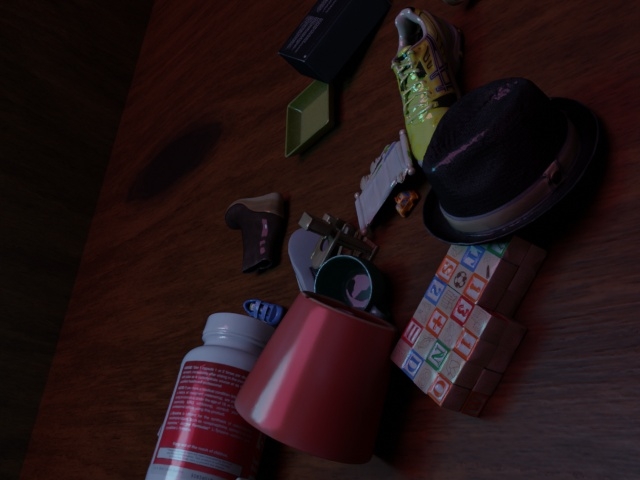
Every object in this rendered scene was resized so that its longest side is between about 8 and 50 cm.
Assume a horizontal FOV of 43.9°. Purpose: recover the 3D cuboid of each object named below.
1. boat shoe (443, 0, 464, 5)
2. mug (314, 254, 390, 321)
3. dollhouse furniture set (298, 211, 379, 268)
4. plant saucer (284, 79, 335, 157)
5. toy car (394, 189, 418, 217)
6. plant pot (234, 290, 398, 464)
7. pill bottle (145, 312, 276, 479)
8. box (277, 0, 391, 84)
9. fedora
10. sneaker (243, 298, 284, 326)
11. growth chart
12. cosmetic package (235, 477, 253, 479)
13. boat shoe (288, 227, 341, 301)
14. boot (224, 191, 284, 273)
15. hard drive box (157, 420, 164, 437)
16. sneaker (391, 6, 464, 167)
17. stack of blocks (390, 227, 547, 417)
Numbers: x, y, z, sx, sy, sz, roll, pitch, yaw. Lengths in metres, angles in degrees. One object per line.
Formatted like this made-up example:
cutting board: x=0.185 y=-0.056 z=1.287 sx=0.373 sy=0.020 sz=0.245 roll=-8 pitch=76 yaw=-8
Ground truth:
boat shoe: x=0.352 y=-0.606 z=1.640 sx=0.285 sy=0.105 sz=0.089 roll=-53 pitch=31 yaw=22
mug: x=0.069 y=0.109 z=1.610 sx=0.130 sy=0.097 sz=0.157 roll=-21 pitch=76 yaw=24
dollhouse furniture set: x=0.000 y=0.000 z=1.717 sx=0.101 sy=0.182 sz=0.161 roll=-62 pitch=31 yaw=9
plant saucer: x=-0.020 y=-0.327 z=2.095 sx=0.188 sy=0.045 sz=0.188 roll=-35 pitch=43 yaw=42
toy car: x=0.167 y=-0.109 z=1.666 sx=0.060 sy=0.041 sz=0.122 roll=-45 pitch=38 yaw=33
plant pot: x=0.009 y=0.237 z=1.456 sx=0.275 sy=0.275 sz=0.243 roll=24 pitch=94 yaw=59
pill bottle: x=-0.222 y=0.379 z=1.758 sx=0.229 sy=0.229 sz=0.407 roll=-21 pitch=48 yaw=51
box: x=0.033 y=-0.546 z=2.052 sx=0.261 sy=0.103 sz=0.184 roll=-52 pitch=29 yaw=0
fedora: x=0.281 y=-0.154 z=1.315 sx=0.334 sy=0.152 sz=0.334 roll=-30 pitch=32 yaw=21
sneaker: x=-0.139 y=0.174 z=1.941 sx=0.144 sy=0.059 sz=0.053 roll=4 pitch=72 yaw=57
growth chart: x=0.131 y=-0.126 z=1.696 sx=0.172 sy=0.021 sz=0.237 roll=-90 pitch=25 yaw=-43
cosmetic package: x=-0.095 y=0.612 z=1.502 sx=0.129 sy=0.153 sz=0.296 roll=-56 pitch=34 yaw=17
boat shoe: x=-0.008 y=0.082 z=1.772 sx=0.088 sy=0.096 sz=0.267 roll=87 pitch=165 yaw=-44
boot: x=-0.193 y=-0.010 z=2.114 sx=0.248 sy=0.090 sz=0.206 roll=-19 pitch=53 yaw=47
hard drive box: x=-0.303 y=0.440 z=1.996 sx=0.181 sy=0.089 sz=0.232 roll=32 pitch=98 yaw=60
sneaker: x=0.206 y=-0.312 z=1.635 sx=0.145 sy=0.147 sz=0.384 roll=-32 pitch=46 yaw=42
stack of blocks: x=0.256 y=0.121 z=1.332 sx=0.297 sy=0.087 sz=0.171 roll=-63 pitch=31 yaw=7
